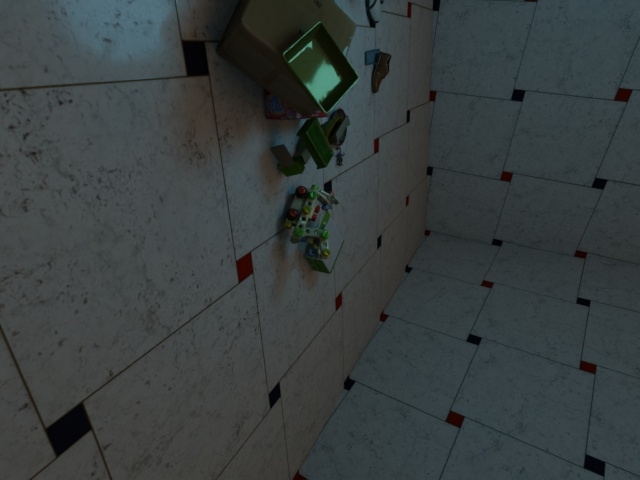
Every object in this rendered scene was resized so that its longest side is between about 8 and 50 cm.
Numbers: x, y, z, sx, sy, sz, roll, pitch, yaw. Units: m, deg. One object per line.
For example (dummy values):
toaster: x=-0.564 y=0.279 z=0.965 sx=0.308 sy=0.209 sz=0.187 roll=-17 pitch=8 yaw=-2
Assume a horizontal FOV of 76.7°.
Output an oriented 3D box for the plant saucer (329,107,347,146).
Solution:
plant saucer: x=0.076 y=-0.517 z=1.850 sx=0.168 sy=0.029 sz=0.168 roll=-35 pitch=130 yaw=-57

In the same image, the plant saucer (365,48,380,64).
plant saucer: x=0.272 y=-0.960 z=2.113 sx=0.192 sy=0.018 sz=0.067 roll=-45 pitch=138 yaw=-52

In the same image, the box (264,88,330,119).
box: x=-0.075 y=-0.494 z=1.428 sx=0.257 sy=0.128 sz=0.122 roll=-32 pitch=125 yaw=-57

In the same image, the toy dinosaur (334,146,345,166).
toy dinosaur: x=0.086 y=-0.401 z=1.926 sx=0.090 sy=0.047 sz=0.082 roll=-176 pitch=-94 yaw=-83

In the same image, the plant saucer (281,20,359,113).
plant saucer: x=-0.004 y=-0.460 z=1.093 sx=0.188 sy=0.045 sz=0.188 roll=48 pitch=60 yaw=-22

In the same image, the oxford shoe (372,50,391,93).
oxford shoe: x=0.327 y=-0.895 z=2.170 sx=0.076 sy=0.076 sz=0.212 roll=-34 pitch=141 yaw=-61

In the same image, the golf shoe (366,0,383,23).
golf shoe: x=0.283 y=-1.192 z=1.939 sx=0.105 sy=0.120 sz=0.272 roll=-56 pitch=147 yaw=-44

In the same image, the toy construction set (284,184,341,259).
toy construction set: x=-0.024 y=-0.094 z=1.589 sx=0.151 sy=0.215 sz=0.327 roll=121 pitch=-11 yaw=-55

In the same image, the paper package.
paper package: x=-0.086 y=-0.591 z=1.178 sx=0.325 sy=0.168 sz=0.309 roll=28 pitch=69 yaw=-30

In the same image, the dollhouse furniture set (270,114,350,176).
dollhouse furniture set: x=-0.039 y=-0.398 z=1.495 sx=0.151 sy=0.198 sz=0.301 roll=57 pitch=44 yaw=-33

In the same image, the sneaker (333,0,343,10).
sneaker: x=0.065 y=-0.924 z=1.621 sx=0.232 sy=0.090 sz=0.115 roll=56 pitch=46 yaw=-57

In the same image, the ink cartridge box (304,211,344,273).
ink cartridge box: x=0.000 y=0.000 z=1.800 sx=0.188 sy=0.097 sz=0.255 roll=-66 pitch=148 yaw=-27
